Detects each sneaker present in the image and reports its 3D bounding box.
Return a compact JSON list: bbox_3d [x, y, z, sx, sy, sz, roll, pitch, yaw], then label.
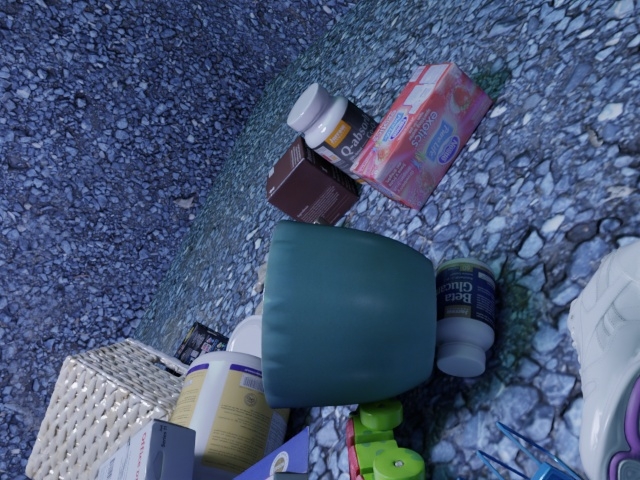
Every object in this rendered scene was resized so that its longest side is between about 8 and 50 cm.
[{"bbox_3d":[0.344,0.131,0.587,0.305,0.114,0.152,-61,10,-21],"label":"sneaker"}]

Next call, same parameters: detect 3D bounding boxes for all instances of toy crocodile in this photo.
[{"bbox_3d":[0.079,0.318,0.740,0.340,0.105,0.115,-102,8,-78],"label":"toy crocodile"}]

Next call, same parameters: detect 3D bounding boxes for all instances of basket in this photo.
[{"bbox_3d":[-0.466,0.459,1.272,0.331,0.328,0.266,-68,-17,4],"label":"basket"}]

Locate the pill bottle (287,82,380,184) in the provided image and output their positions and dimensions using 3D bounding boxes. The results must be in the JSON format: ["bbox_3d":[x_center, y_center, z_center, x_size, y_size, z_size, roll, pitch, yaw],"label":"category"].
[{"bbox_3d":[0.060,-0.283,1.402,0.162,0.278,0.162,-44,27,30],"label":"pill bottle"}]

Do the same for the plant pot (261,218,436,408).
[{"bbox_3d":[0.052,0.116,0.812,0.293,0.235,0.292,2,-90,-84],"label":"plant pot"}]

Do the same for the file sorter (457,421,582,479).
[{"bbox_3d":[0.209,0.310,0.579,0.170,0.118,0.104,-56,20,2],"label":"file sorter"}]

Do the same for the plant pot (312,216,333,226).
[{"bbox_3d":[0.000,0.000,1.391,0.109,0.109,0.096,-47,13,22],"label":"plant pot"}]

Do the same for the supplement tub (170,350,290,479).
[{"bbox_3d":[-0.197,0.420,1.062,0.241,0.241,0.331,-34,32,42],"label":"supplement tub"}]

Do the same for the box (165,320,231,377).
[{"bbox_3d":[-0.329,0.362,1.467,0.220,0.175,0.051,-60,21,-6],"label":"box"}]

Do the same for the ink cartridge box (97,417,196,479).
[{"bbox_3d":[-0.299,0.416,0.875,0.208,0.087,0.153,-43,35,31],"label":"ink cartridge box"}]

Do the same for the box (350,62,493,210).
[{"bbox_3d":[0.226,-0.236,1.195,0.299,0.142,0.154,-56,24,1],"label":"box"}]

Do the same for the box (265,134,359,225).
[{"bbox_3d":[-0.026,-0.154,1.500,0.167,0.203,0.168,-46,26,22],"label":"box"}]

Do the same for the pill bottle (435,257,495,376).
[{"bbox_3d":[0.222,0.119,0.817,0.094,0.094,0.169,-31,34,44],"label":"pill bottle"}]

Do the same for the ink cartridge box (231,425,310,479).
[{"bbox_3d":[-0.140,0.443,0.679,0.324,0.071,0.330,-44,27,27],"label":"ink cartridge box"}]

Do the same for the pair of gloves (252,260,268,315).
[{"bbox_3d":[-0.141,0.112,1.587,0.204,0.042,0.240,-47,25,21],"label":"pair of gloves"}]

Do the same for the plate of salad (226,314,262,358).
[{"bbox_3d":[-0.179,0.297,1.396,0.200,0.048,0.199,-19,60,36],"label":"plate of salad"}]
